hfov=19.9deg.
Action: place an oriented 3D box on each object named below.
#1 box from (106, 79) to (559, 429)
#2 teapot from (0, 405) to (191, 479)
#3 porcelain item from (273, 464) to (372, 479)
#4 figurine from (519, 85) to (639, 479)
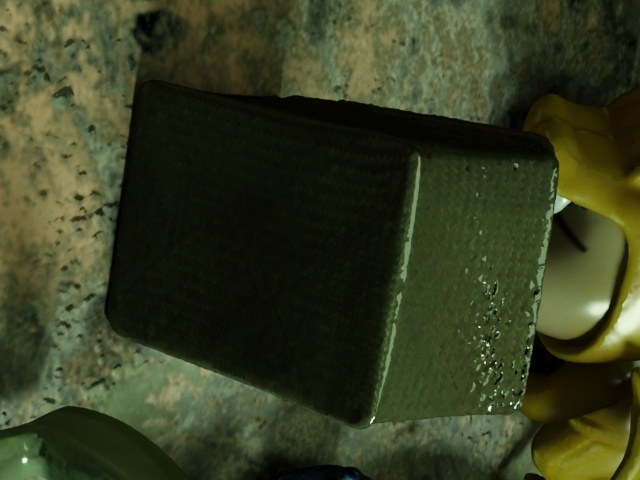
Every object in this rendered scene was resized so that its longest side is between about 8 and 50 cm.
[{"bbox_3d":[0.002,0.000,1.186,0.143,0.273,0.184,2,100,-43],"label":"box"},{"bbox_3d":[-0.232,0.209,1.029,0.321,0.239,0.239,15,92,-49],"label":"teapot"},{"bbox_3d":[-0.048,0.262,1.320,0.288,0.138,0.186,3,91,-48],"label":"porcelain item"},{"bbox_3d":[0.305,0.059,1.530,0.401,0.268,0.387,-17,128,-31],"label":"figurine"}]
